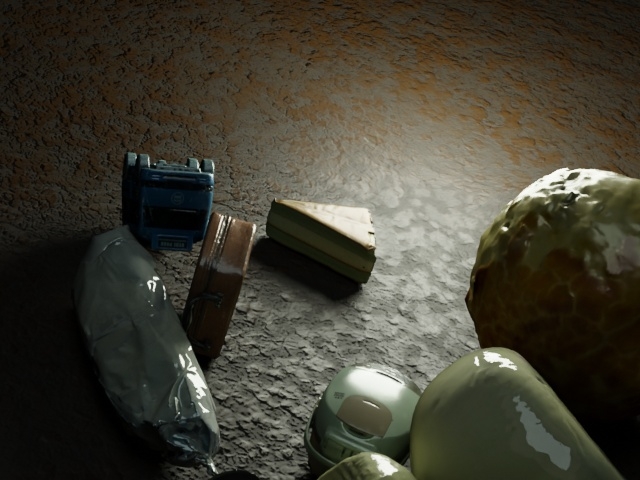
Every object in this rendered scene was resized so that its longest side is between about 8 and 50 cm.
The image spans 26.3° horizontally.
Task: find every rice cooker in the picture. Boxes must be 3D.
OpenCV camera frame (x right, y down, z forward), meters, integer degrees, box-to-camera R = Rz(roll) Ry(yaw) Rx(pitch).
[{"bbox_3d":[0.059,0.254,1.840,0.145,0.127,0.206,23,41,10],"label":"rice cooker"}]

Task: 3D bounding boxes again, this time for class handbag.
[{"bbox_3d":[-0.152,0.071,1.942,0.072,0.193,0.151,17,43,-6],"label":"handbag"}]

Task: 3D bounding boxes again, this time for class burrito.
[{"bbox_3d":[-0.239,0.162,1.855,0.139,0.101,0.445,-32,52,2],"label":"burrito"}]

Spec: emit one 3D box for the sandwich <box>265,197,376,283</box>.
[{"bbox_3d":[0.000,0.000,2.178,0.163,0.079,0.113,7,37,-14],"label":"sandwich"}]

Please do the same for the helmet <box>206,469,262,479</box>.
[{"bbox_3d":[-0.114,0.368,1.632,0.153,0.107,0.177,-23,18,22],"label":"helmet"}]

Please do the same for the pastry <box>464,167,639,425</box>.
[{"bbox_3d":[0.394,0.094,1.980,0.388,0.388,0.313,21,54,6],"label":"pastry"}]

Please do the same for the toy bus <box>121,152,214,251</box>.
[{"bbox_3d":[-0.233,-0.061,2.049,0.113,0.134,0.246,4,4,-15],"label":"toy bus"}]

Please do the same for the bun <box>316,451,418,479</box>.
[{"bbox_3d":[0.049,0.373,1.620,0.145,0.229,0.229,36,33,-18],"label":"bun"}]

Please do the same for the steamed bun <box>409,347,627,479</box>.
[{"bbox_3d":[0.239,0.302,1.735,0.233,0.334,0.312,-40,58,2],"label":"steamed bun"}]
